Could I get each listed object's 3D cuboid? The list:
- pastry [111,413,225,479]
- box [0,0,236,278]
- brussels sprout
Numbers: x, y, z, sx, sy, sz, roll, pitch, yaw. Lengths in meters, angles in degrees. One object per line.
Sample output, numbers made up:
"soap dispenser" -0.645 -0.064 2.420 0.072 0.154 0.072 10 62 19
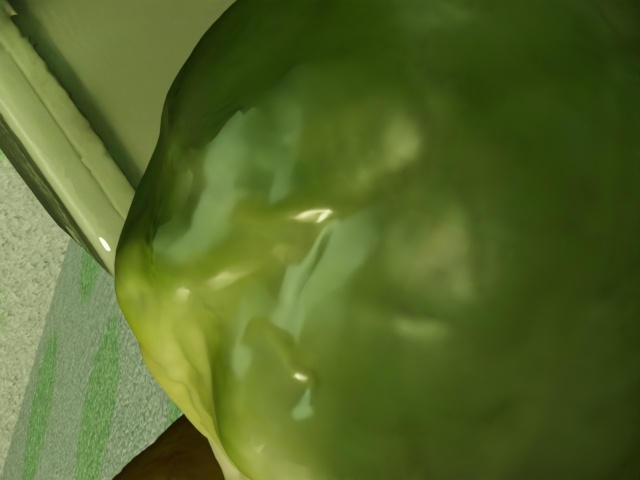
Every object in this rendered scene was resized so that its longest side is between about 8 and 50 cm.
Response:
"pastry" -0.096 0.219 1.017 0.356 0.164 0.356 -40 3 2
"box" -0.051 -0.160 1.025 0.344 0.177 0.352 -38 13 -8
"brussels sprout" 0.043 0.007 0.713 0.274 0.242 0.317 -70 3 -84
